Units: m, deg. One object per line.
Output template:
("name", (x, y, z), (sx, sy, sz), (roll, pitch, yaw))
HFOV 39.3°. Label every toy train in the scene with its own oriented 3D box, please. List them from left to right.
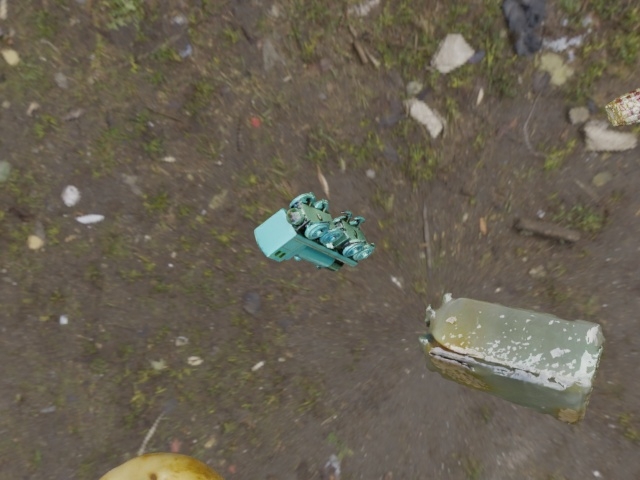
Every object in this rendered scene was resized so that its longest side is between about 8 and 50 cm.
("toy train", (0.000, 0.000, 0.542), (0.045, 0.092, 0.029), (-35, 64, 16))

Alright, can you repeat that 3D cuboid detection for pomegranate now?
("pomegranate", (-0.171, 0.314, 0.958), (0.196, 0.196, 0.196), (-1, 84, 7))

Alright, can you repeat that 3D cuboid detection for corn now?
("corn", (0.644, -0.266, 1.635), (0.237, 0.079, 0.079), (-20, 82, 13))

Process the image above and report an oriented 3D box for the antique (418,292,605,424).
("antique", (0.300, 0.180, 1.442), (0.284, 0.150, 0.125), (15, 63, 17))
